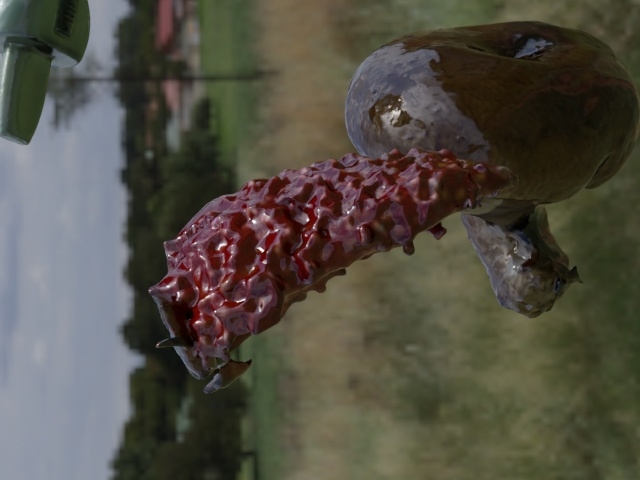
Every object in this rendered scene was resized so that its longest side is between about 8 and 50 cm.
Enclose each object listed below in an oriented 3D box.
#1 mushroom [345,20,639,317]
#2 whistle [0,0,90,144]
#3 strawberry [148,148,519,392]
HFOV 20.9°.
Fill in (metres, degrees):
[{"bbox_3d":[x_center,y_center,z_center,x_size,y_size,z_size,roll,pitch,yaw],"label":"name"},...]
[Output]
[{"bbox_3d":[0.141,-0.090,1.534,0.255,0.267,0.267,-64,7,6],"label":"mushroom"},{"bbox_3d":[-0.259,-0.207,1.574,0.110,0.092,0.244,23,-107,-55],"label":"whistle"},{"bbox_3d":[-0.004,-0.004,0.949,0.087,0.208,0.167,57,174,5],"label":"strawberry"}]
